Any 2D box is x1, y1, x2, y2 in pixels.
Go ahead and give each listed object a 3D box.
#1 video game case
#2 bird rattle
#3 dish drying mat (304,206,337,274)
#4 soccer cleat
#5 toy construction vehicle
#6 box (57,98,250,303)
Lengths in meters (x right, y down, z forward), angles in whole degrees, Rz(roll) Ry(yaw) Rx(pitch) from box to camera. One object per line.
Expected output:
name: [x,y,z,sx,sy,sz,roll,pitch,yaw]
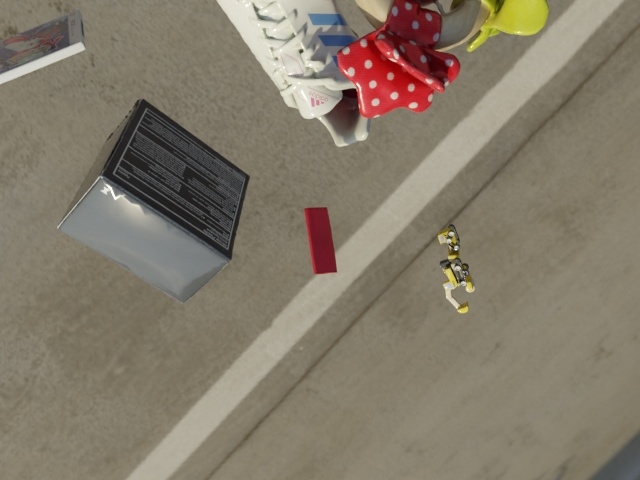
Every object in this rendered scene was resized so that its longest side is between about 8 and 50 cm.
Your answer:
video game case: [-0.607,-0.421,1.472,0.202,0.183,0.023,-23,133,-2]
bird rattle: [0.110,-0.254,0.723,0.254,0.206,0.143,-31,178,-13]
dish drying mat: [0.000,0.000,0.832,0.032,0.083,0.008,-2,167,-27]
soccer cleat: [-0.025,-0.232,0.791,0.116,0.143,0.331,-15,148,30]
toy construction vehicle: [0.184,0.040,0.941,0.035,0.085,0.098,-17,115,18]
box: [-0.328,-0.081,1.401,0.296,0.294,0.183,36,122,-23]
